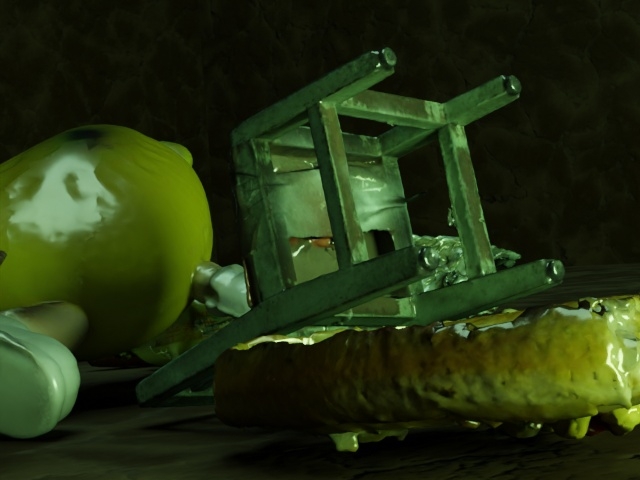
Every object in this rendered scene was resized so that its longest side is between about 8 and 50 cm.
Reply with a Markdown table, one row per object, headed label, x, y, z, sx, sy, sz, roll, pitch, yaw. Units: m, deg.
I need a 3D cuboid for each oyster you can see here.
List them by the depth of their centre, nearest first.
| label | x | y | z | sx | sy | sz | roll | pitch | yaw |
| --- | --- | --- | --- | --- | --- | --- | --- | --- | --- |
| oyster | 0.097 | 0.049 | 1.591 | 0.268 | 0.112 | 0.198 | -7 | 0 | 8 |

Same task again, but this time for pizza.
| label | x | y | z | sx | sy | sz | roll | pitch | yaw |
| --- | --- | --- | --- | --- | --- | --- | --- | --- | --- |
| pizza | 0.071 | 0.073 | 0.761 | 0.251 | 0.074 | 0.288 | -5 | -5 | 19 |

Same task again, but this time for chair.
| label | x | y | z | sx | sy | sz | roll | pitch | yaw |
| --- | --- | --- | --- | --- | --- | --- | --- | --- | --- |
| chair | 0.000 | 0.000 | 0.884 | 0.136 | 0.147 | 0.270 | 4 | -22 | -43 |

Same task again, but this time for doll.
| label | x | y | z | sx | sy | sz | roll | pitch | yaw |
| --- | --- | --- | --- | --- | --- | --- | --- | --- | --- |
| doll | -0.191 | 0.028 | 1.073 | 0.423 | 0.161 | 0.348 | -17 | 33 | -39 |

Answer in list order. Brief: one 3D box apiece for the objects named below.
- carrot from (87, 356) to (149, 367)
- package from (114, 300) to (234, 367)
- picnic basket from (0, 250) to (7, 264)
| label | x | y | z | sx | sy | sz | roll | pitch | yaw |
| --- | --- | --- | --- | --- | --- | --- | --- | --- | --- |
| carrot | -0.107 | 0.093 | 1.393 | 0.257 | 0.061 | 0.061 | -8 | 1 | -18 |
| package | -0.069 | 0.071 | 1.252 | 0.226 | 0.090 | 0.168 | -9 | -2 | 5 |
| picnic basket | -0.212 | 0.068 | 0.268 | 0.297 | 0.129 | 0.223 | -6 | 3 | -40 |
